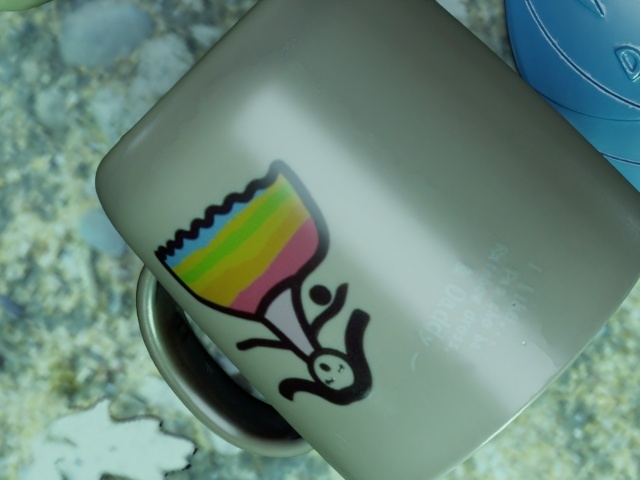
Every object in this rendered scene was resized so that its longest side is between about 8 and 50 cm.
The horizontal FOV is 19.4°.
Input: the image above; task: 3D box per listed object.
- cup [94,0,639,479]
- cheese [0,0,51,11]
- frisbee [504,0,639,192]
[{"bbox_3d":[0.000,0.000,0.882,0.200,0.191,0.253,44,129,-6],"label":"cup"},{"bbox_3d":[-0.179,-0.192,0.813,0.248,0.251,0.173,13,102,-20],"label":"cheese"},{"bbox_3d":[0.212,-0.125,0.921,0.242,0.045,0.242,0,102,0],"label":"frisbee"}]
